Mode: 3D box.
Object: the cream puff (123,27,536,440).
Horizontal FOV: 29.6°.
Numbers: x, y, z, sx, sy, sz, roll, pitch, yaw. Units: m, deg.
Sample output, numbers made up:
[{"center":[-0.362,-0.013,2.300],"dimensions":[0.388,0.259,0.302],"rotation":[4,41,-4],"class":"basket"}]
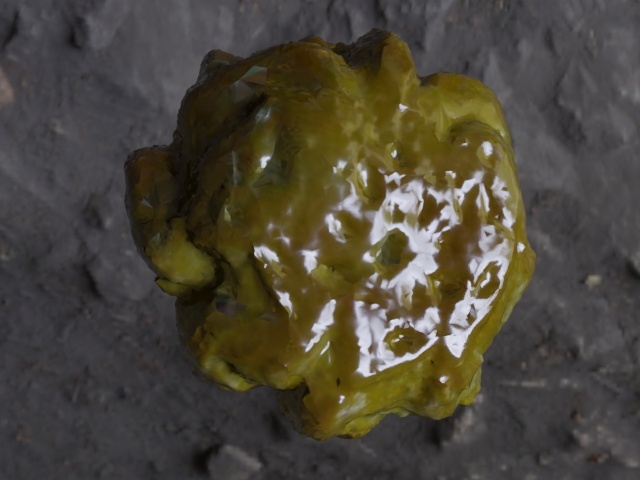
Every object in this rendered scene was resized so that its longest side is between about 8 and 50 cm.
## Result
[{"center":[0.008,-0.001,0.711],"dimensions":[0.244,0.244,0.196],"rotation":[0,168,12],"class":"cream puff"}]
